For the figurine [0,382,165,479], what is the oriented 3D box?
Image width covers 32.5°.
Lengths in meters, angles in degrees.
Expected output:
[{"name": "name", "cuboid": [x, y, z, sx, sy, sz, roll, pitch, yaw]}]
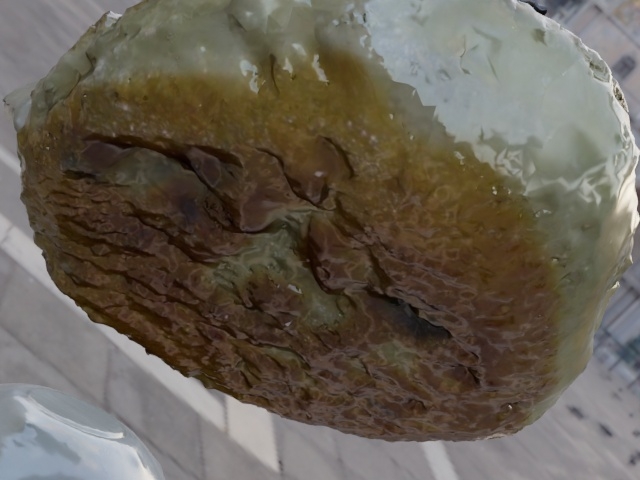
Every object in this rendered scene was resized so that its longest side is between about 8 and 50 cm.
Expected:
[{"name": "figurine", "cuboid": [-0.207, 0.300, 0.731, 0.275, 0.394, 0.227, 20, 3, -26]}]

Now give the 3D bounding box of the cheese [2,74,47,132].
[{"name": "cheese", "cuboid": [-0.024, -0.166, 0.735, 0.034, 0.400, 0.085, 67, -11, -20]}]

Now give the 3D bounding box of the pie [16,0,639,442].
[{"name": "pie", "cuboid": [0.000, 0.000, 0.523, 0.315, 0.315, 0.092, 40, 46, -31]}]
